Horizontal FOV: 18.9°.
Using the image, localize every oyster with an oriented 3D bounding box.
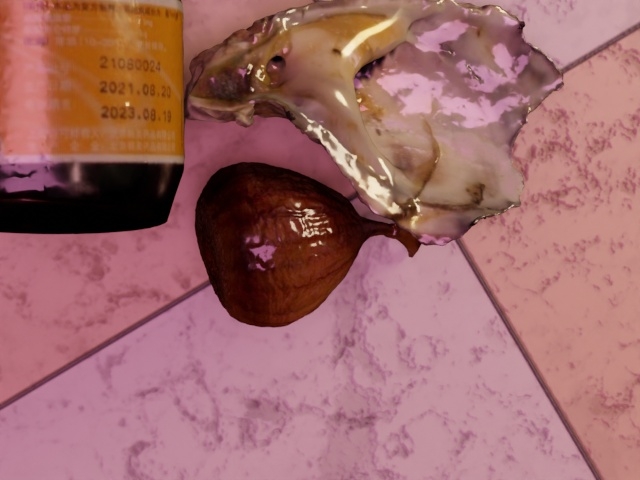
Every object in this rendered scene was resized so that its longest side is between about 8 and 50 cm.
[{"bbox_3d":[0.053,-0.108,1.586,0.271,0.100,0.275,43,58,5],"label":"oyster"}]

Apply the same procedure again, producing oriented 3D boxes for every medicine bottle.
[{"bbox_3d":[-0.226,-0.207,1.500,0.242,0.242,0.395,-2,86,-4],"label":"medicine bottle"}]

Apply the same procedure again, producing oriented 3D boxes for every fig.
[{"bbox_3d":[0.000,0.000,1.593,0.201,0.146,0.134,-2,133,-14],"label":"fig"}]
